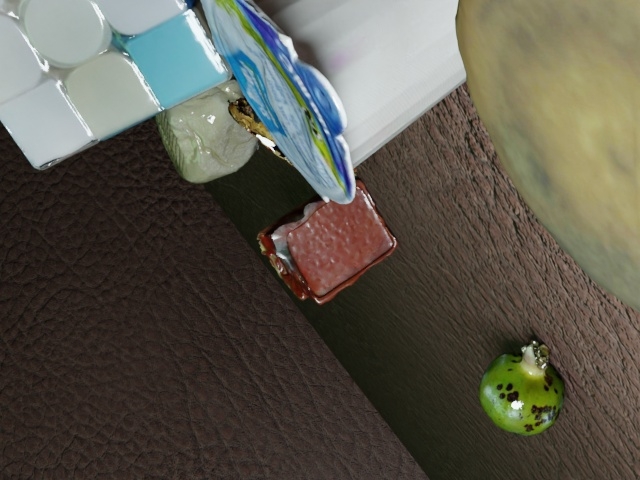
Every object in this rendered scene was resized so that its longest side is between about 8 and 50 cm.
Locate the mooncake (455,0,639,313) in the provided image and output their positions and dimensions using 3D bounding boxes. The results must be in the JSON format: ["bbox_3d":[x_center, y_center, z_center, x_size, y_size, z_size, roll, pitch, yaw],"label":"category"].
[{"bbox_3d":[0.224,-0.085,0.533,0.290,0.161,0.290,51,167,16],"label":"mooncake"}]

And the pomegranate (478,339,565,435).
[{"bbox_3d":[0.286,0.198,1.268,0.122,0.122,0.161,46,139,41],"label":"pomegranate"}]

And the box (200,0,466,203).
[{"bbox_3d":[0.038,-0.196,0.891,0.262,0.206,0.291,57,168,-13],"label":"box"}]

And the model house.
[{"bbox_3d":[0.000,0.000,1.673,0.160,0.196,0.254,55,170,-7],"label":"model house"}]

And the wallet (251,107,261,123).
[{"bbox_3d":[-0.088,-0.293,1.287,0.124,0.025,0.244,121,143,-51],"label":"wallet"}]

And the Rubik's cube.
[{"bbox_3d":[-0.340,-0.371,1.372,0.344,0.347,0.346,-91,-24,-61],"label":"Rubik's cube"}]

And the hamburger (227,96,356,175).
[{"bbox_3d":[-0.036,-0.176,1.426,0.231,0.107,0.231,39,-179,-1],"label":"hamburger"}]

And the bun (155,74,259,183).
[{"bbox_3d":[-0.232,-0.257,1.909,0.281,0.204,0.281,160,90,-79],"label":"bun"}]
